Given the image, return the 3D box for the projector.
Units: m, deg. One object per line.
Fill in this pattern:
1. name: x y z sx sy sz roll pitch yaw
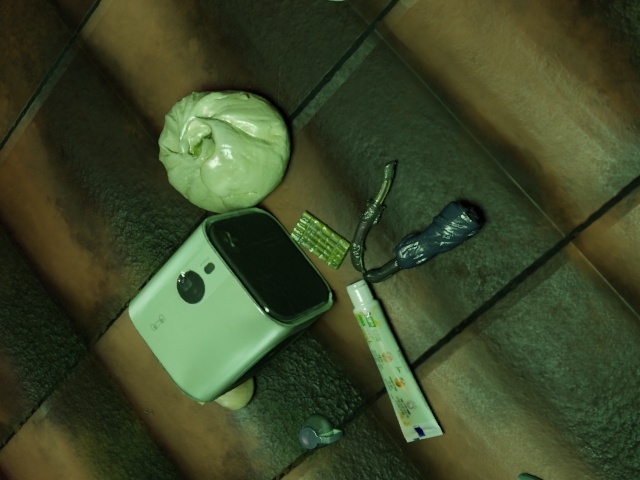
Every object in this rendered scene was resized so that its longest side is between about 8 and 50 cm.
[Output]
1. projector: -0.164 0.115 1.462 0.249 0.248 0.248 -44 78 26

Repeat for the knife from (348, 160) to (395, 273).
1. knife: 0.091 -0.044 1.432 0.045 0.021 0.222 18 109 9

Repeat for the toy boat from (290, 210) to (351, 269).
1. toy boat: 0.000 0.000 1.491 0.115 0.016 0.063 36 112 18

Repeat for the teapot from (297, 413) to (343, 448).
1. teapot: -0.003 0.377 1.529 0.088 0.057 0.066 1 99 28

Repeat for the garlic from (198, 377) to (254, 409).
1. garlic: -0.206 0.268 1.605 0.124 0.099 0.174 -41 82 7

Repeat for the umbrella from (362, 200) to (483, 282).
1. umbrella: 0.178 0.012 1.383 0.248 0.071 0.071 -38 80 34

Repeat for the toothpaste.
1. toothpaste: 0.128 0.220 1.441 0.056 0.058 0.314 -24 91 -12

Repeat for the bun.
1. bun: -0.194 -0.166 1.487 0.259 0.160 0.259 6 104 25

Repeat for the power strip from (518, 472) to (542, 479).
1. power strip: 0.364 0.521 1.368 0.137 0.044 0.216 26 109 21
